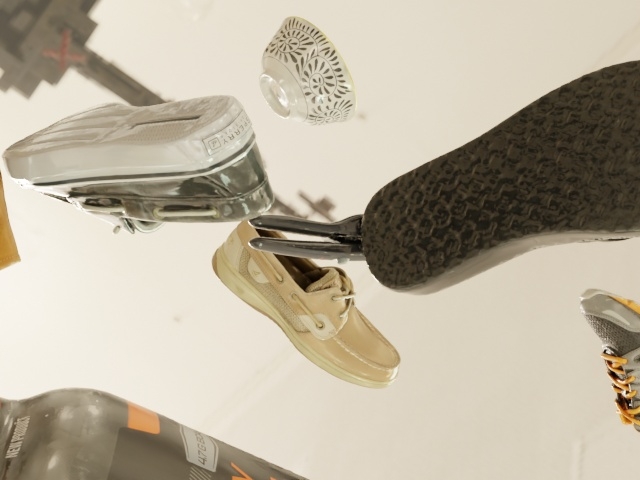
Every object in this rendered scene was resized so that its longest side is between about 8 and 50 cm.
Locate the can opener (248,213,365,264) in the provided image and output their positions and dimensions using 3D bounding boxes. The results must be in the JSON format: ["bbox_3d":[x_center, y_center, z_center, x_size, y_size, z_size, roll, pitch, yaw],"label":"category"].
[{"bbox_3d":[0.000,0.000,1.290,0.073,0.186,0.059,-33,-117,49],"label":"can opener"}]

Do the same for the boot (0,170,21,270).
[{"bbox_3d":[-0.419,-0.025,1.013,0.295,0.211,0.104,-18,-171,-38],"label":"boot"}]

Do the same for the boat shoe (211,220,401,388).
[{"bbox_3d":[-0.004,0.096,1.715,0.110,0.341,0.121,-49,-171,29],"label":"boat shoe"}]

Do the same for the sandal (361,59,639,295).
[{"bbox_3d":[0.236,-0.057,1.137,0.446,0.107,0.167,-18,-109,40],"label":"sandal"}]

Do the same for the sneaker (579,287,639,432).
[{"bbox_3d":[0.302,0.134,1.037,0.083,0.215,0.084,-40,-172,-6],"label":"sneaker"}]

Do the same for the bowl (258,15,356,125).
[{"bbox_3d":[-0.033,-0.221,1.591,0.080,0.170,0.170,-36,-175,-21],"label":"bowl"}]

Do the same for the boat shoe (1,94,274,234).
[{"bbox_3d":[-0.182,-0.057,1.062,0.335,0.119,0.121,4,-145,46],"label":"boat shoe"}]

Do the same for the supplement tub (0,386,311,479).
[{"bbox_3d":[-0.067,0.205,0.559,0.207,0.338,0.207,-56,-163,27],"label":"supplement tub"}]
